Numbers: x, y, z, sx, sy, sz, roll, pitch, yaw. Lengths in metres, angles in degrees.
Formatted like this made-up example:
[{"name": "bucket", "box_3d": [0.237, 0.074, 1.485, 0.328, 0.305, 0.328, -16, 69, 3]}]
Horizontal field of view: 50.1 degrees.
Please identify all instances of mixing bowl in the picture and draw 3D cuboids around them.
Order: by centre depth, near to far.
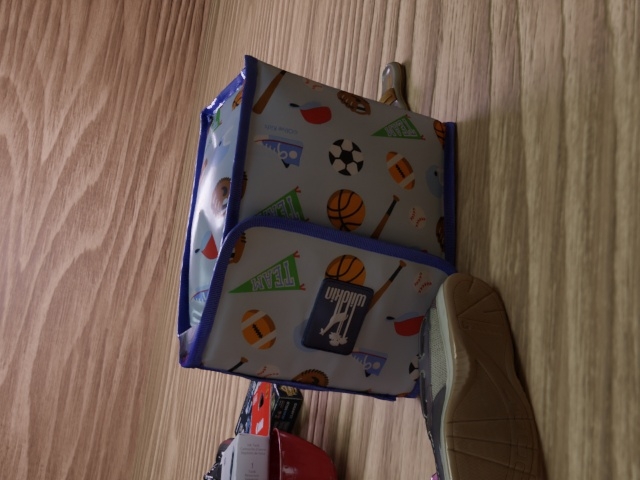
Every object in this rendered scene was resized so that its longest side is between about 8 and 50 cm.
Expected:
[{"name": "mixing bowl", "box_3d": [-0.030, 0.387, 1.064, 0.181, 0.098, 0.181, -173, 90, -79]}]

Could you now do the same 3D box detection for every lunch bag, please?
[{"name": "lunch bag", "box_3d": [0.000, 0.000, 0.894, 0.239, 0.328, 0.385, 148, 132, -60]}]

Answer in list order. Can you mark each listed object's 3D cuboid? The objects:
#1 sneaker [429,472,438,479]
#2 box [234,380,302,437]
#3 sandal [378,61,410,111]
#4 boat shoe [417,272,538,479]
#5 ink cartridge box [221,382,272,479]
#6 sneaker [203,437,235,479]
[{"name": "sneaker", "box_3d": [0.143, 0.333, 0.712, 0.077, 0.072, 0.178, -1, 83, 58]}, {"name": "box", "box_3d": [-0.110, 0.353, 1.374, 0.175, 0.051, 0.220, -125, 50, -62]}, {"name": "sandal", "box_3d": [0.107, -0.219, 1.113, 0.072, 0.049, 0.180, 132, 144, -53]}, {"name": "boat shoe", "box_3d": [0.155, 0.171, 0.727, 0.092, 0.103, 0.285, 119, 157, -50]}, {"name": "ink cartridge box", "box_3d": [-0.133, 0.364, 1.201, 0.275, 0.060, 0.238, 118, 155, -63]}, {"name": "sneaker", "box_3d": [-0.194, 0.494, 1.404, 0.276, 0.135, 0.097, -128, 51, -65]}]
